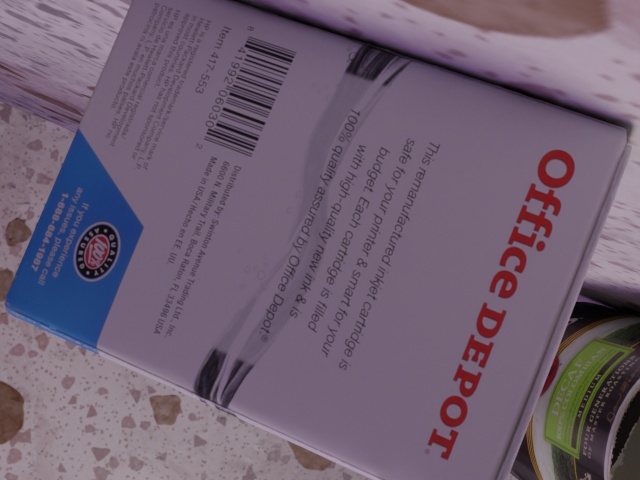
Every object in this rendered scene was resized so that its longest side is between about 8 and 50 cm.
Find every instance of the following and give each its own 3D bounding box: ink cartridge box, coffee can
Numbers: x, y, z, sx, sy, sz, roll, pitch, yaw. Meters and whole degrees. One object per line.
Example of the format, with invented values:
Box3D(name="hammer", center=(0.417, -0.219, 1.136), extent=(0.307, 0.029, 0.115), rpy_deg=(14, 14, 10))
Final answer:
Box3D(name="ink cartridge box", center=(0.000, 0.000, 0.356), extent=(0.190, 0.140, 0.082), rpy_deg=(22, 177, 14))
Box3D(name="coffee can", center=(0.284, 0.166, 0.825), extent=(0.201, 0.202, 0.275), rpy_deg=(22, 177, -10))
